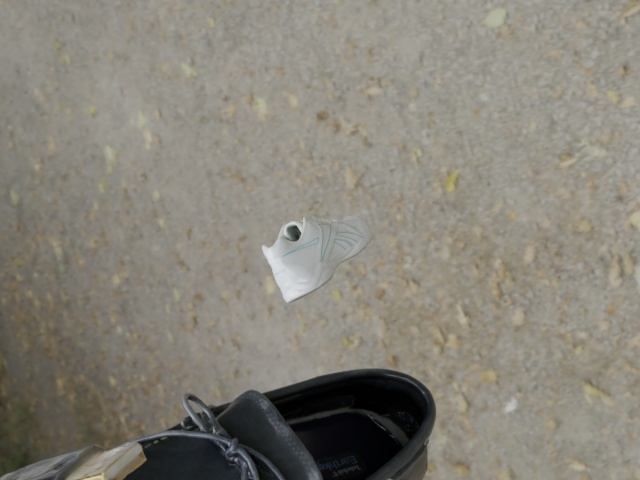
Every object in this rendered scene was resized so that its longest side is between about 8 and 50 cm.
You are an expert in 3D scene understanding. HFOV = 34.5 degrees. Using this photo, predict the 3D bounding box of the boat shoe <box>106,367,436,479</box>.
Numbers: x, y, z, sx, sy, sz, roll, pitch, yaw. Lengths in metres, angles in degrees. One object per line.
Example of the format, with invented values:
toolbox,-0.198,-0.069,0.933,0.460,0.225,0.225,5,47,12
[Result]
boat shoe,-0.080,0.230,0.990,0.187,0.500,0.156,52,134,31

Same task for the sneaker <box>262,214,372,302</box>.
sneaker,0.000,0.000,0.946,0.053,0.152,0.061,-30,96,33

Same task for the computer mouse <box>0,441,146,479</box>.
computer mouse,-0.052,0.137,0.257,0.262,0.060,0.184,-24,44,43
